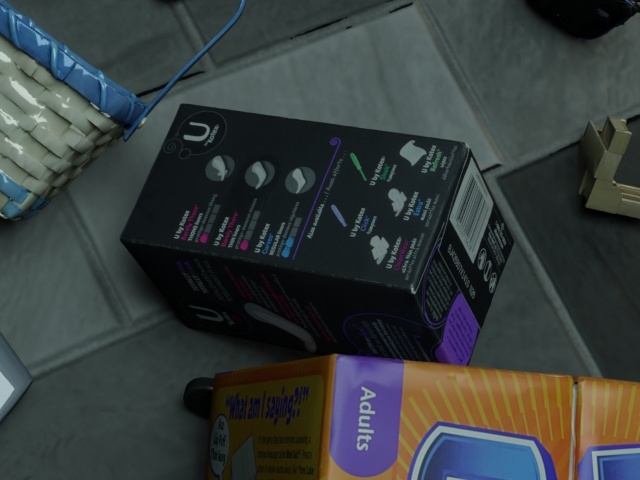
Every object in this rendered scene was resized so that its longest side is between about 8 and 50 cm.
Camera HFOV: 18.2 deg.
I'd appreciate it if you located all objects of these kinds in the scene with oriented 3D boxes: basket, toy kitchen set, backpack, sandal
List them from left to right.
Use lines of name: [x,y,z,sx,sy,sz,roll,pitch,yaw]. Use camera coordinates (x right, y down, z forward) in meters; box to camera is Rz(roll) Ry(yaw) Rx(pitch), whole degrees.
basket: [-0.241,-0.181,1.673,0.255,0.201,0.289,40,96,-1]
sandal: [-0.030,0.151,1.716,0.179,0.067,0.040,24,51,-7]
backpack: [0.262,-0.252,1.923,0.105,0.114,0.084,39,64,-4]
toy kitchen set: [0.290,-0.076,1.899,0.075,0.083,0.068,12,27,-14]

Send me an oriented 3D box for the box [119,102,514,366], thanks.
box: [0.000,0.000,1.656,0.270,0.165,0.143,10,63,25]

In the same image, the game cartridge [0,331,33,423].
game cartridge: [-0.391,0.135,1.613,0.294,0.060,0.196,-34,88,-25]

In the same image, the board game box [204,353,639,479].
board game box: [0.113,0.284,1.513,0.356,0.356,0.356,6,83,-15]
